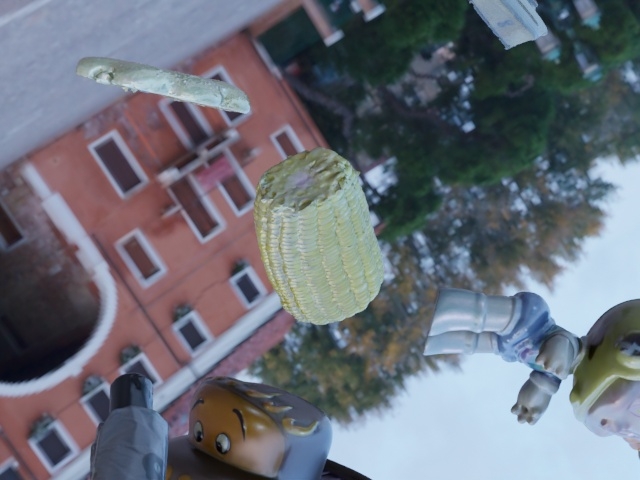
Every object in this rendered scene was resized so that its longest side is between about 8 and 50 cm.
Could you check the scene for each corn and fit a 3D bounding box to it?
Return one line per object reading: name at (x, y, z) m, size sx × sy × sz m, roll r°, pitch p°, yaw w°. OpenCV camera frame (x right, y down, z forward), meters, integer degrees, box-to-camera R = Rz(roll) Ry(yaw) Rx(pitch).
corn at (0.000, 0.000, 0.721) m, size 0.085 × 0.063 × 0.165 m, roll -13°, pitch 147°, yaw 0°

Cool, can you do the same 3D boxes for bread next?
bread at (-0.188, -0.202, 1.363) m, size 0.181 × 0.039 × 0.251 m, roll 13°, pitch -175°, yaw 30°

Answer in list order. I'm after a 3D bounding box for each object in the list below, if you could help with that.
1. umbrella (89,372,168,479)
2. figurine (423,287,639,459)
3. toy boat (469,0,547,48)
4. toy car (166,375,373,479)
umbrella at (-0.169, 0.254, 0.890) m, size 0.067 × 0.073 × 0.337 m, roll -47°, pitch -148°, yaw 32°
figurine at (0.316, 0.114, 1.178) m, size 0.224 × 0.381 × 0.205 m, roll 121°, pitch -11°, yaw -52°
toy boat at (0.269, -0.362, 1.551) m, size 0.068 × 0.226 × 0.088 m, roll -12°, pitch -116°, yaw 33°
toy car at (-0.054, 0.304, 1.267) m, size 0.271 × 0.340 × 0.240 m, roll 16°, pitch -93°, yaw 44°
